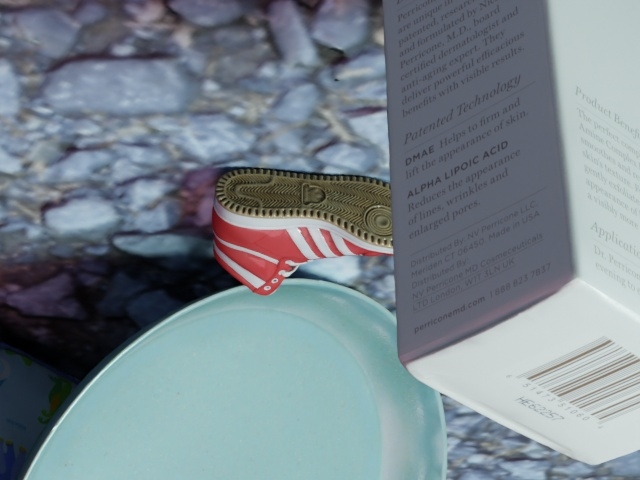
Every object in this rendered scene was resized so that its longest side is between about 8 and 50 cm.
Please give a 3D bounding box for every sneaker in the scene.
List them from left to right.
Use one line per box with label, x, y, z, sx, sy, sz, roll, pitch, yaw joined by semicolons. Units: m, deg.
sneaker;0.000;0.000;0.875;0.118;0.042;0.067;10;141;-4

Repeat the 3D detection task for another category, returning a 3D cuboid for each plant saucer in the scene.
plant saucer;-0.058;0.167;0.958;0.043;0.317;0.317;26;172;47

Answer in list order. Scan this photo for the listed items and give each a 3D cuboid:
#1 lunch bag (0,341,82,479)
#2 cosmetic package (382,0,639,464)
lunch bag;-0.164;0.171;1.001;0.090;0.176;0.219;-22;141;32
cosmetic package;0.090;-0.045;0.643;0.085;0.231;0.117;-29;137;34
